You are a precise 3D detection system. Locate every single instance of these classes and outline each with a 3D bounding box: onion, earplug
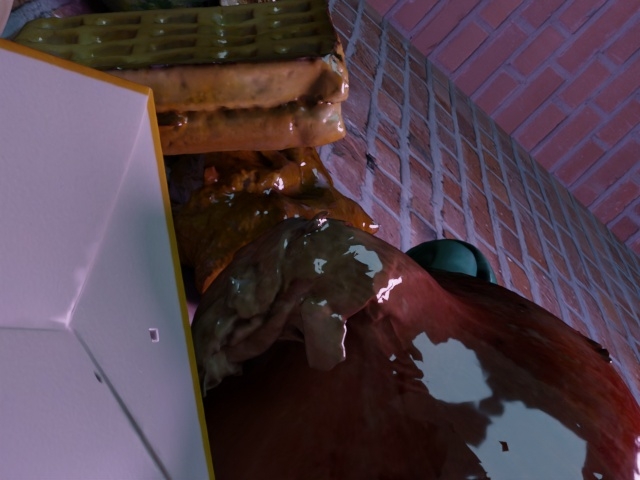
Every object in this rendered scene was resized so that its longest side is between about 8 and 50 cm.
[{"bbox_3d":[0.027,0.157,0.608,0.353,0.353,0.354,38,21,-18],"label":"onion"},{"bbox_3d":[0.146,0.107,1.171,0.280,0.164,0.257,37,26,-52],"label":"earplug"}]

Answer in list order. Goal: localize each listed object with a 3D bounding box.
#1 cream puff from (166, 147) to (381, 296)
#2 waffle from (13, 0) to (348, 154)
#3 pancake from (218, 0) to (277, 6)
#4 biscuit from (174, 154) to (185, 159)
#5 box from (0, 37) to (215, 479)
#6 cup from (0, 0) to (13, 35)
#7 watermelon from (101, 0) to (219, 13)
[{"bbox_3d":[-0.063,-0.025,1.043,0.241,0.155,0.269,9,47,-50],"label":"cream puff"},{"bbox_3d":[-0.141,-0.160,0.977,0.327,0.098,0.224,-5,27,-2],"label":"waffle"},{"bbox_3d":[-0.108,-0.351,1.312,0.305,0.066,0.427,53,25,-65],"label":"pancake"},{"bbox_3d":[-0.108,-0.132,1.250,0.259,0.079,0.259,40,20,-17],"label":"biscuit"},{"bbox_3d":[-0.214,0.058,0.407,0.283,0.213,0.260,12,62,-57],"label":"box"},{"bbox_3d":[-0.334,-0.247,0.778,0.202,0.255,0.173,21,36,-47],"label":"cup"},{"bbox_3d":[-0.191,-0.349,1.356,0.224,0.180,0.305,35,10,-2],"label":"watermelon"}]
